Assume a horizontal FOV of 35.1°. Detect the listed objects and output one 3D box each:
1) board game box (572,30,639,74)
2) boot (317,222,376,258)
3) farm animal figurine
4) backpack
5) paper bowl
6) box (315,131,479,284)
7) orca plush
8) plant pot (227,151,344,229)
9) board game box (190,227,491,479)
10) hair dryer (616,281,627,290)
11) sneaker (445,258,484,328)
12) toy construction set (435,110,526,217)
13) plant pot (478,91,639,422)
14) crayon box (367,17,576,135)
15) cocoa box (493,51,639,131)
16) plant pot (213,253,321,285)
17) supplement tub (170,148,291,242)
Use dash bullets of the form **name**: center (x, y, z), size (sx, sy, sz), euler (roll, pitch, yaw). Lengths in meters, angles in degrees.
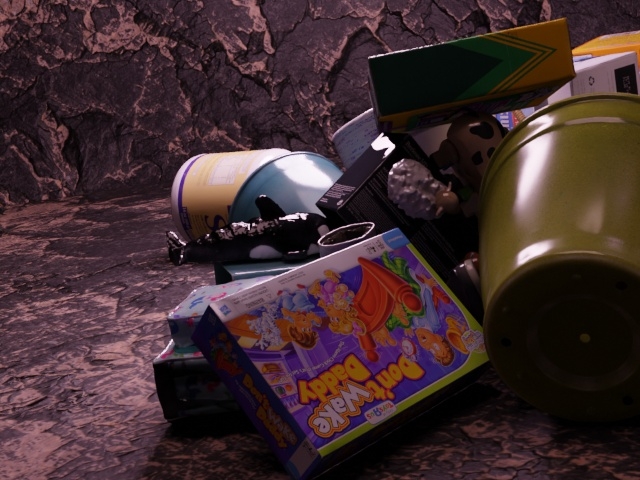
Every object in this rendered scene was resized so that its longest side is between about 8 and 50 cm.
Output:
- **board game box**: center (0.788, -0.292, 2.292), size (0.357, 0.356, 0.356), euler (-2, 15, 29)
- **boot**: center (0.080, 0.072, 1.581), size (0.190, 0.208, 0.076), euler (-21, 18, -40)
- **farm animal figurine**: center (0.316, -0.087, 1.620), size (0.330, 0.327, 0.172), euler (-45, 2, -21)
- **backpack**: center (-0.092, 0.153, 1.445), size (0.254, 0.191, 0.225), euler (-2, 14, 12)
- **paper bowl**: center (0.177, -0.207, 2.063), size (0.284, 0.148, 0.284), euler (-24, -2, -1)
- **box**: center (0.148, -0.031, 1.739), size (0.184, 0.261, 0.103), euler (-46, 22, -9)
- **orca plush**: center (-0.109, -0.026, 1.663), size (0.287, 0.102, 0.151), euler (-3, 11, -6)
- **plant pot**: center (0.000, 0.000, 1.887), size (0.272, 0.271, 0.255), euler (-15, 28, -23)
- **board game box**: center (0.042, 0.136, 1.311), size (0.347, 0.233, 0.078), euler (-22, -26, -41)
- **hair dryer**: center (0.446, 0.046, 1.709), size (0.294, 0.080, 0.223), euler (-7, 14, 13)
- **sneaker**: center (0.185, 0.108, 1.499), size (0.118, 0.083, 0.222), euler (-19, -28, -3)
- **toy construction set**: center (0.288, -0.064, 1.925), size (0.309, 0.237, 0.257), euler (-21, -21, -35)
- **plant pot**: center (0.356, 0.039, 1.311), size (0.367, 0.366, 0.353), euler (-4, 25, 23)
- **crayon box**: center (0.243, -0.270, 1.735), size (0.313, 0.106, 0.363), euler (-12, 0, 3)
- **cocoa box**: center (0.514, -0.192, 2.088), size (0.232, 0.346, 0.228), euler (-20, 16, -36)
- **plant pot**: center (-0.040, 0.102, 1.666), size (0.234, 0.165, 0.166), euler (-8, 12, -14)
- **supplement tub**: center (-0.163, -0.096, 2.414), size (0.331, 0.240, 0.241), euler (-1, 16, 35)
